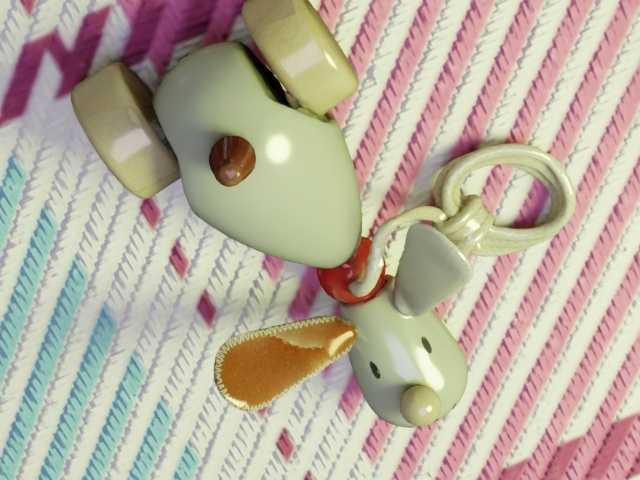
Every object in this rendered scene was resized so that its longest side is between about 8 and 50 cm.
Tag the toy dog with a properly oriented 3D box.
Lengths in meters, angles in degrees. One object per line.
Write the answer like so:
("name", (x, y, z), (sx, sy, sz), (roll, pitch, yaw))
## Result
("toy dog", (0.000, 0.000, 1.201), (0.333, 0.161, 0.220), (33, 112, -22))
